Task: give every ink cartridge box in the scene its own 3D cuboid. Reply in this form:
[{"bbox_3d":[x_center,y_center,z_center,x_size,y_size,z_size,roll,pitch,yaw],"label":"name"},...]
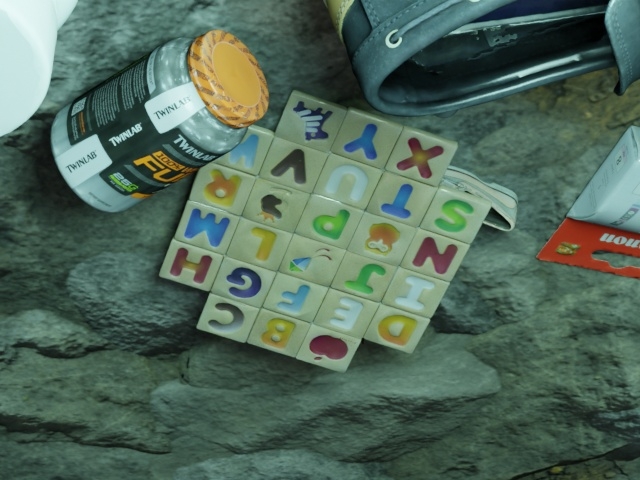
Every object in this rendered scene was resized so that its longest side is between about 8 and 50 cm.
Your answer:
[{"bbox_3d":[0.355,-0.012,1.848,0.189,0.066,0.232,11,137,-15],"label":"ink cartridge box"}]

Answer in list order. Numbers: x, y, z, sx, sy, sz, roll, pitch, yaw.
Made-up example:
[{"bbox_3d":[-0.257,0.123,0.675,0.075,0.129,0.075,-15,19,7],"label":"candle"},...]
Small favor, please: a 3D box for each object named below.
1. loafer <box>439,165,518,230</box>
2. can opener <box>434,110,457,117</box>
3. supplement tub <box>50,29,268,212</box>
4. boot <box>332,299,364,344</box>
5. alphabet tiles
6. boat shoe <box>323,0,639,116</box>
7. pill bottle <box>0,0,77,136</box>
[{"bbox_3d":[0.146,-0.043,1.816,0.125,0.039,0.045,16,141,-21],"label":"loafer"},{"bbox_3d":[0.160,-0.220,1.571,0.093,0.074,0.280,38,136,6],"label":"can opener"},{"bbox_3d":[-0.147,-0.112,1.660,0.190,0.117,0.117,-27,135,32],"label":"supplement tub"},{"bbox_3d":[-0.007,0.068,1.952,0.084,0.059,0.158,-3,144,12],"label":"boot"},{"bbox_3d":[0.000,0.000,1.832,0.285,0.011,0.343,17,131,-8],"label":"alphabet tiles"},{"bbox_3d":[0.249,-0.196,1.384,0.500,0.156,0.187,-9,150,9],"label":"boat shoe"},{"bbox_3d":[-0.259,-0.255,1.266,0.204,0.361,0.204,0,143,0],"label":"pill bottle"}]
